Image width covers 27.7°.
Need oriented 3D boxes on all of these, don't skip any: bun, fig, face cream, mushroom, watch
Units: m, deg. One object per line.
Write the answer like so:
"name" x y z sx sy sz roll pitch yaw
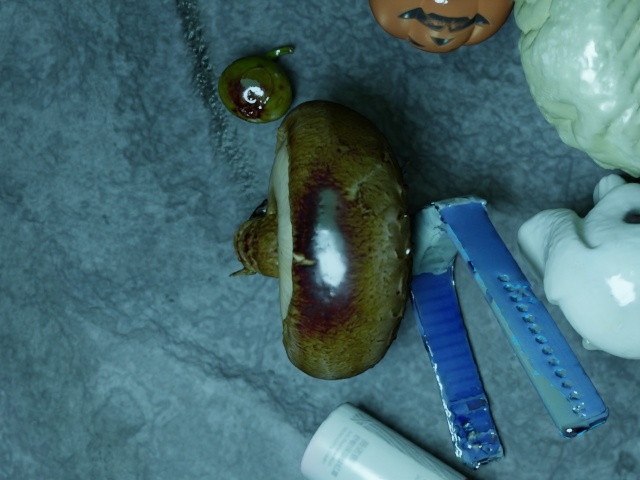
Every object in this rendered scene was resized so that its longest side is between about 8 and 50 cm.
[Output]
"bun" 0.336 -0.233 1.289 0.349 0.227 0.352 -44 101 -15
"fig" -0.074 -0.185 1.514 0.084 0.082 0.098 -17 42 32
"face cream" 0.143 0.300 1.361 0.345 0.102 0.102 30 92 19
"mushroom" 0.011 0.000 1.380 0.163 0.278 0.297 -1 91 -22
"watch" 0.167 0.081 1.308 0.068 0.276 0.274 -9 76 -18

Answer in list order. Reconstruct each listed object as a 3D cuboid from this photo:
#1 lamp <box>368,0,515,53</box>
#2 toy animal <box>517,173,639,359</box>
"lamp" 0.132 -0.296 1.416 0.188 0.164 0.187 2 74 -6
"toy animal" 0.305 0.035 1.273 0.249 0.289 0.174 34 96 38
